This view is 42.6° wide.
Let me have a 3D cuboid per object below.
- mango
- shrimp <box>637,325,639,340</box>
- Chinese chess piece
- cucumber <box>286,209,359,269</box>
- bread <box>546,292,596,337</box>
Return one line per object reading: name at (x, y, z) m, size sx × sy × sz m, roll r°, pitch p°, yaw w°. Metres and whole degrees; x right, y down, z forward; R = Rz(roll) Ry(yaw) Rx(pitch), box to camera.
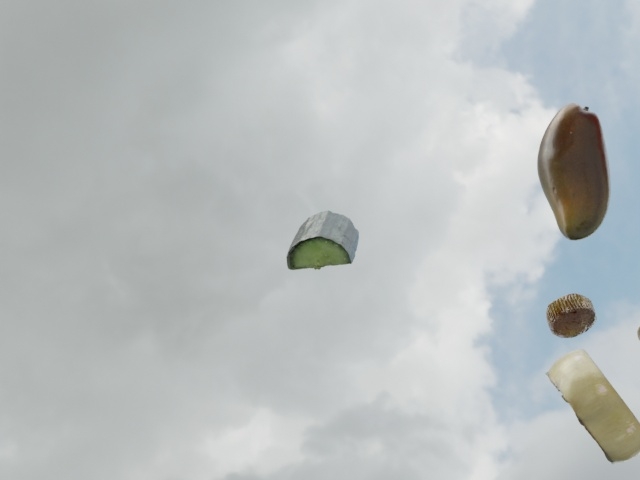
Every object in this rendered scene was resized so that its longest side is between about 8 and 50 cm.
mango at (0.486, -0.130, 1.581) m, size 0.133 × 0.111 × 0.267 m, roll -5°, pitch -100°, yaw 20°
shrimp at (0.426, 0.118, 0.960) m, size 0.108 × 0.023 × 0.059 m, roll 15°, pitch -43°, yaw 10°
Chinese chess piece at (0.606, 0.361, 1.797) m, size 0.104 × 0.257 × 0.257 m, roll -37°, pitch -60°, yaw 9°
cucumber at (0.000, 0.000, 1.372) m, size 0.117 × 0.115 × 0.062 m, roll -8°, pitch -68°, yaw 14°
bread at (0.417, 0.129, 1.359) m, size 0.085 × 0.053 × 0.085 m, roll -8°, pitch -39°, yaw -7°
